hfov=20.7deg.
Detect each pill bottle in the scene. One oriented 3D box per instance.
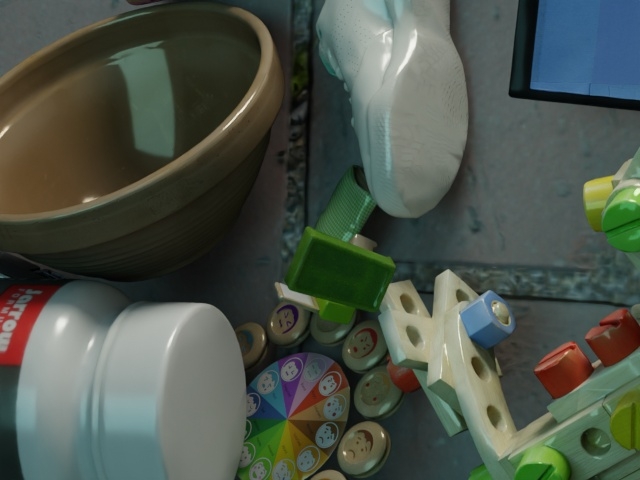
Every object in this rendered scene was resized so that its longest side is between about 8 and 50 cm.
[{"bbox_3d":[-0.203,0.103,1.128,0.283,0.161,0.161,0,90,20],"label":"pill bottle"}]

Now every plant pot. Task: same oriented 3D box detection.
[{"bbox_3d":[-0.124,-0.051,1.169,0.237,0.237,0.109,0,132,32],"label":"plant pot"}]

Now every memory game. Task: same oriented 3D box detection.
[{"bbox_3d":[-0.024,0.116,1.140,0.186,0.012,0.186,-21,49,27],"label":"memory game"}]

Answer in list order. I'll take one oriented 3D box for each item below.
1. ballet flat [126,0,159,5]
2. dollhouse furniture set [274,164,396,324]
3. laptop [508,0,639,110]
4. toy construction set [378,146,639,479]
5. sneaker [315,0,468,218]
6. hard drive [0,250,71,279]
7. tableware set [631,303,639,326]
[{"bbox_3d":[-0.051,-0.230,1.183,0.079,0.077,0.221,40,110,5],"label":"ballet flat"},{"bbox_3d":[0.000,0.000,1.102,0.151,0.059,0.076,-114,45,-67],"label":"dollhouse furniture set"},{"bbox_3d":[0.248,-0.181,0.946,0.264,0.137,0.234,11,97,57],"label":"laptop"},{"bbox_3d":[0.159,0.053,0.974,0.215,0.151,0.328,52,134,-4],"label":"toy construction set"},{"bbox_3d":[0.036,-0.113,1.126,0.094,0.080,0.212,-12,73,39],"label":"sneaker"},{"bbox_3d":[-0.239,0.187,1.268,0.237,0.064,0.339,23,101,17],"label":"hard drive"},{"bbox_3d":[0.240,0.113,1.023,0.141,0.020,0.168,8,93,31],"label":"tableware set"}]
